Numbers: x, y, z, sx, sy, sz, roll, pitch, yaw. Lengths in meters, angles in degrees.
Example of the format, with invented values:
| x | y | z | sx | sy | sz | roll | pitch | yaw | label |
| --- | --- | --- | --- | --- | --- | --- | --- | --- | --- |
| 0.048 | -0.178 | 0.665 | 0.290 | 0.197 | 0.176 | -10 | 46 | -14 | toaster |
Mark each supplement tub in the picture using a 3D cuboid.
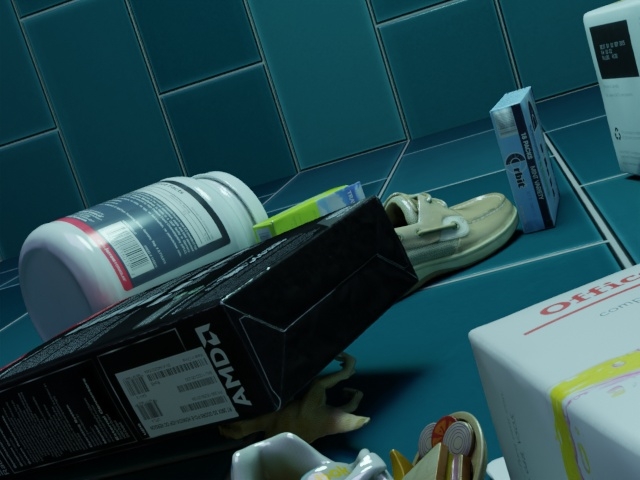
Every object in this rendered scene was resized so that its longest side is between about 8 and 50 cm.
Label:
| x | y | z | sx | sy | sz | roll | pitch | yaw | label |
| --- | --- | --- | --- | --- | --- | --- | --- | --- | --- |
| -0.208 | 0.033 | 1.154 | 0.191 | 0.191 | 0.272 | -7 | 14 | 46 | supplement tub |

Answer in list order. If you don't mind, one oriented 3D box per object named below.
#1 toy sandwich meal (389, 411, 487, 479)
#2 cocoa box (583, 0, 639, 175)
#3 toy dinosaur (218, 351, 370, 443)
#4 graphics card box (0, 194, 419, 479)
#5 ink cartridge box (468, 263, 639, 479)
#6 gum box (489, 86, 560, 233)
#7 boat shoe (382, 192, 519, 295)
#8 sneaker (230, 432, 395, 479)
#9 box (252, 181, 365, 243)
| x | y | z | sx | sy | sz | roll | pitch | yaw | label |
| --- | --- | --- | --- | --- | --- | --- | --- | --- | --- |
| 0.060 | 0.130 | 0.513 | 0.086 | 0.029 | 0.086 | -55 | 18 | 28 | toy sandwich meal |
| 0.498 | -0.204 | 1.096 | 0.227 | 0.232 | 0.347 | -18 | 10 | -3 | cocoa box |
| -0.003 | 0.132 | 0.711 | 0.183 | 0.053 | 0.092 | -11 | 26 | 45 | toy dinosaur |
| -0.123 | 0.089 | 0.813 | 0.371 | 0.094 | 0.233 | -23 | 7 | 37 | graphics card box |
| 0.199 | 0.077 | 0.398 | 0.207 | 0.119 | 0.353 | -20 | 9 | -7 | ink cartridge box |
| 0.265 | -0.108 | 1.201 | 0.041 | 0.157 | 0.184 | -14 | 11 | 20 | gum box |
| 0.115 | -0.010 | 1.089 | 0.302 | 0.098 | 0.109 | -24 | 12 | -32 | boat shoe |
| 0.021 | 0.148 | 0.403 | 0.087 | 0.092 | 0.228 | -21 | 11 | -28 | sneaker |
| 0.000 | 0.000 | 1.208 | 0.042 | 0.109 | 0.178 | -10 | 12 | 43 | box |
